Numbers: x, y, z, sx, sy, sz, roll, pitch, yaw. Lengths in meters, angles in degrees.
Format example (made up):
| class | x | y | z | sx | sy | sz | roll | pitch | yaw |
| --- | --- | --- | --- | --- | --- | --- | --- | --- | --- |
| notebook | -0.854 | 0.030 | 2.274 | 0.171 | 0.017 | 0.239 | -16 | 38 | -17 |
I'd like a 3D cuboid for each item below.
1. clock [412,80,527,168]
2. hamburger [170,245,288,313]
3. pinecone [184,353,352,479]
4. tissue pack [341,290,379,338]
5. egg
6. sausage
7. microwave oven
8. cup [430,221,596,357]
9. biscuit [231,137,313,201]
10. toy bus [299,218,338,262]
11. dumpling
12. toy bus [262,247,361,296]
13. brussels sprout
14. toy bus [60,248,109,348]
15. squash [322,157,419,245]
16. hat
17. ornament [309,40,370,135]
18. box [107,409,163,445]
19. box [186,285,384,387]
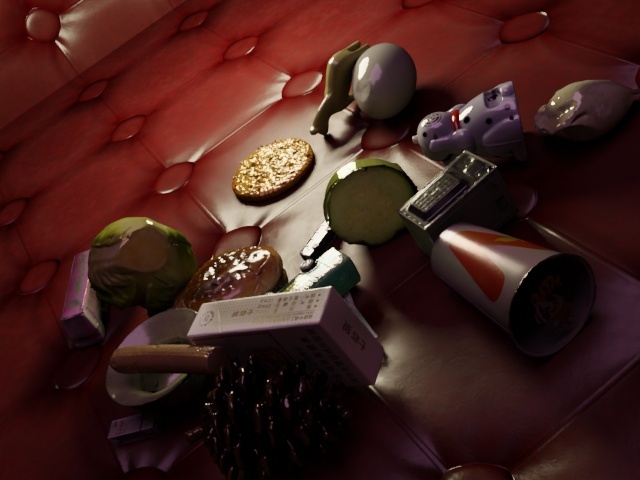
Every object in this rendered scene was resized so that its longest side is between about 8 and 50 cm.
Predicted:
| class | x | y | z | sx | sy | sz | roll | pitch | yaw |
| --- | --- | --- | --- | --- | --- | --- | --- | --- | --- |
| clock | 0.342 | -0.249 | 1.871 | 0.254 | 0.189 | 0.189 | -16 | 40 | 17 |
| hamburger | -0.206 | 0.119 | 1.866 | 0.286 | 0.146 | 0.243 | -31 | 30 | 3 |
| pinecone | -0.094 | 0.327 | 1.498 | 0.309 | 0.244 | 0.244 | -8 | 41 | 5 |
| tissue pack | 0.042 | 0.189 | 1.704 | 0.123 | 0.026 | 0.193 | -33 | 36 | -1 |
| egg | 0.170 | -0.427 | 2.186 | 0.176 | 0.176 | 0.232 | -4 | 51 | 31 |
| sausage | -0.313 | 0.242 | 1.635 | 0.301 | 0.066 | 0.065 | -4 | 45 | 36 |
| microwave oven | 0.288 | -0.066 | 1.716 | 0.205 | 0.163 | 0.129 | -41 | 36 | -7 |
| cup | 0.342 | 0.068 | 1.521 | 0.203 | 0.203 | 0.288 | -39 | 31 | -10 |
| biscuit | -0.136 | -0.202 | 2.256 | 0.254 | 0.035 | 0.254 | -18 | 40 | 16 |
| toy bus | 0.000 | 0.000 | 1.936 | 0.052 | 0.037 | 0.130 | 8 | 51 | 42 |
| dumpling | 0.587 | -0.299 | 1.813 | 0.252 | 0.131 | 0.179 | -28 | 14 | -14 |
| toy bus | -0.036 | 0.124 | 1.759 | 0.262 | 0.091 | 0.109 | -40 | 30 | -18 |
| brussels sprout | -0.426 | 0.069 | 1.948 | 0.259 | 0.294 | 0.227 | 12 | 68 | -5 |
| toy bus | -0.613 | 0.148 | 2.129 | 0.090 | 0.112 | 0.274 | -19 | 40 | 9 |
| squash | 0.107 | -0.106 | 1.837 | 0.220 | 0.220 | 0.133 | -25 | 41 | 8 |
| hat | -0.324 | 0.284 | 1.758 | 0.257 | 0.130 | 0.257 | -21 | 39 | 18 |
| ornament | 0.047 | -0.414 | 2.257 | 0.061 | 0.230 | 0.245 | 26 | 42 | 22 |
| box | -0.401 | 0.407 | 1.753 | 0.117 | 0.036 | 0.050 | -17 | 40 | 20 |
| box | -0.069 | 0.201 | 1.589 | 0.330 | 0.210 | 0.095 | -9 | 44 | 35 |
